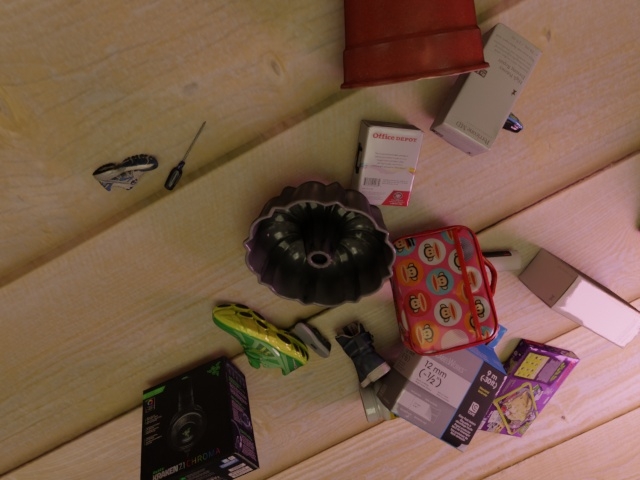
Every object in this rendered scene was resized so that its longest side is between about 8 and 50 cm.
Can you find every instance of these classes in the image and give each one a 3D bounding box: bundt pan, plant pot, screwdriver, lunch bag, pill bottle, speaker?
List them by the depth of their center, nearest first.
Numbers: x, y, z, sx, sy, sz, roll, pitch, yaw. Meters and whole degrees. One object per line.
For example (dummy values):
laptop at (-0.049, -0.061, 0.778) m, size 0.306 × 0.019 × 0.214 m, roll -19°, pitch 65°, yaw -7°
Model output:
plant pot at (0.152, -0.423, 0.804) m, size 0.272 × 0.272 × 0.265 m, roll -10°, pitch 110°, yaw -5°
screwdriver at (-0.284, -0.179, 0.977) m, size 0.170 × 0.024 × 0.025 m, roll -53°, pitch 143°, yaw 10°
bundt pan at (0.000, 0.000, 1.019) m, size 0.330 × 0.124 × 0.331 m, roll 3°, pitch 134°, yaw 3°
lunch bag at (0.303, 0.116, 1.106) m, size 0.257 × 0.120 × 0.294 m, roll -12°, pitch 84°, yaw -3°
speaker at (0.454, 0.056, 1.203) m, size 0.136 × 0.055 × 0.055 m, roll -3°, pitch 117°, yaw -8°
pill bottle at (0.224, 0.449, 1.324) m, size 0.208 × 0.119 × 0.119 m, roll -15°, pitch 118°, yaw -2°

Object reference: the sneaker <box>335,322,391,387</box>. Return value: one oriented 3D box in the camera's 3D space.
sneaker at (0.111, 0.314, 1.260) m, size 0.086 × 0.163 × 0.226 m, roll -33°, pitch 161°, yaw -16°

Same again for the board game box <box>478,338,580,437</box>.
board game box at (0.640, 0.477, 1.455) m, size 0.208 × 0.056 × 0.347 m, roll 18°, pitch 112°, yaw -14°

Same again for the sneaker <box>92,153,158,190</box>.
sneaker at (-0.401, -0.139, 0.962) m, size 0.135 × 0.052 × 0.058 m, roll -13°, pitch 128°, yaw 5°

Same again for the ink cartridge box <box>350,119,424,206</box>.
ink cartridge box at (0.145, -0.172, 1.022) m, size 0.127 × 0.072 × 0.175 m, roll 3°, pitch 116°, yaw -10°

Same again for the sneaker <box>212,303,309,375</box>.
sneaker at (-0.160, 0.266, 1.169) m, size 0.295 × 0.109 × 0.123 m, roll 38°, pitch 101°, yaw -25°

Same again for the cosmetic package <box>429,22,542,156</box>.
cosmetic package at (0.335, -0.303, 0.935) m, size 0.117 × 0.085 × 0.231 m, roll 28°, pitch 87°, yaw -8°

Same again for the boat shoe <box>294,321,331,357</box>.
boat shoe at (-0.018, 0.260, 1.230) m, size 0.049 × 0.040 × 0.142 m, roll -12°, pitch 127°, yaw 40°

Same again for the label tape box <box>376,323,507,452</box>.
label tape box at (0.348, 0.337, 1.213) m, size 0.249 × 0.115 × 0.348 m, roll 33°, pitch 87°, yaw -13°

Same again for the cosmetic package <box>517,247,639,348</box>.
cosmetic package at (0.712, 0.158, 1.242) m, size 0.309 × 0.160 × 0.113 m, roll 27°, pitch 108°, yaw -22°

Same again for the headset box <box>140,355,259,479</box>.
headset box at (-0.308, 0.464, 1.155) m, size 0.246 × 0.283 × 0.131 m, roll -24°, pitch 134°, yaw 4°

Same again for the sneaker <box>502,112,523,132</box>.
sneaker at (0.359, -0.264, 1.025) m, size 0.187 × 0.067 × 0.078 m, roll 3°, pitch 128°, yaw -9°
